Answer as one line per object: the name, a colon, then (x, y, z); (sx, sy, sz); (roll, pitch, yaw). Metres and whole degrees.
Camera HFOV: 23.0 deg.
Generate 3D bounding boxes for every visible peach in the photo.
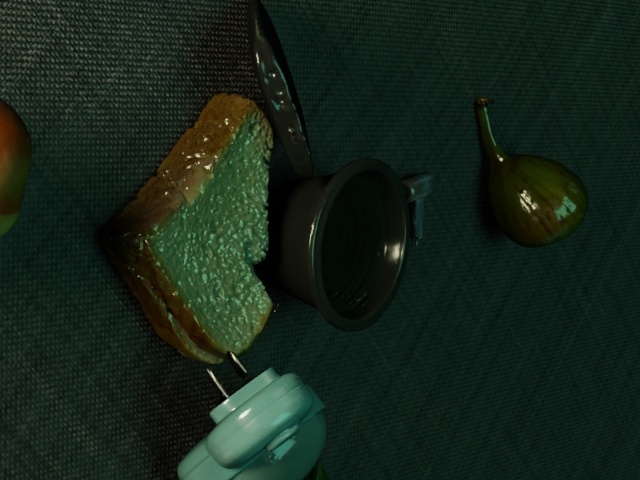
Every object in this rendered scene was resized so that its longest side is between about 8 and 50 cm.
peach: (-0.388, -0.075, 1.617); (0.184, 0.184, 0.184); (-10, 103, -51)

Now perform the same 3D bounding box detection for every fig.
fig: (0.314, -0.103, 2.541); (0.259, 0.151, 0.151); (47, 56, -18)

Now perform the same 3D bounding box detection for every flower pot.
flower pot: (0.000, 0.000, 2.130); (0.235, 0.148, 0.235); (-13, 107, -54)

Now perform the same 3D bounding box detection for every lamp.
lamp: (-0.082, 0.253, 1.997); (0.209, 0.147, 0.284); (-37, 154, -23)

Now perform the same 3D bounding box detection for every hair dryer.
hair dryer: (0.145, -0.044, 2.403); (0.063, 0.037, 0.114); (-23, 120, -46)

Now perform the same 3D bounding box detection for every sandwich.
sandwich: (-0.131, -0.007, 2.005); (0.254, 0.099, 0.288); (56, 53, -33)

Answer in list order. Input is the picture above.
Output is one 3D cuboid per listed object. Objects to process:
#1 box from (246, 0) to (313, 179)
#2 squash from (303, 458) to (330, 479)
box: (-0.054, -0.197, 2.041); (0.201, 0.042, 0.213); (-103, 174, -64)
squash: (-0.011, 0.441, 2.205); (0.137, 0.137, 0.288); (-5, 96, -51)
